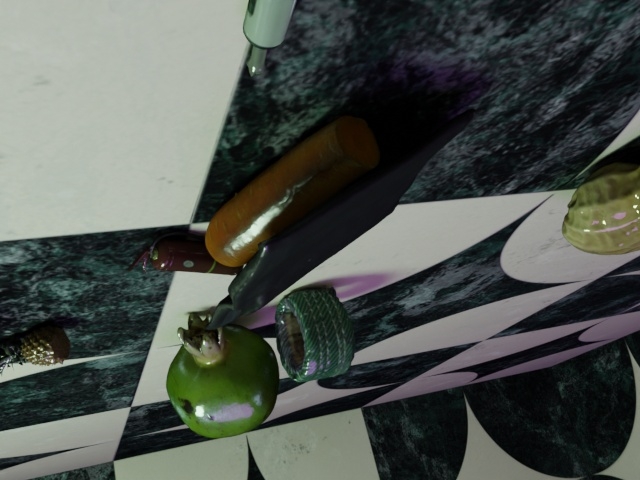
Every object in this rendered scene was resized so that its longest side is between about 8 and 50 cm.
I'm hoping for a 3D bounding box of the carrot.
[{"bbox_3d":[-0.040,-0.038,0.644,0.067,0.067,0.225,6,149,-44],"label":"carrot"}]

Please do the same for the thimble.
[{"bbox_3d":[-0.011,0.148,1.045,0.090,0.135,0.118,-4,153,-29],"label":"thimble"}]

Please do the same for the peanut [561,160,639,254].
[{"bbox_3d":[0.421,-0.058,0.845,0.196,0.110,0.233,4,155,-41],"label":"peanut"}]

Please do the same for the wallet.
[{"bbox_3d":[0.000,0.000,0.674,0.247,0.041,0.323,-35,173,-26],"label":"wallet"}]

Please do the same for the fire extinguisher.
[{"bbox_3d":[-0.145,0.017,0.750,0.132,0.039,0.056,8,117,-45],"label":"fire extinguisher"}]

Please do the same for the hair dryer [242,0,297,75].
[{"bbox_3d":[-0.032,-0.147,0.391,0.100,0.057,0.198,-8,164,-14],"label":"hair dryer"}]

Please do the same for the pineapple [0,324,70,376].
[{"bbox_3d":[-0.402,0.149,0.902,0.124,0.058,0.058,-12,160,7],"label":"pineapple"}]

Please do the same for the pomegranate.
[{"bbox_3d":[-0.160,0.202,1.064,0.187,0.187,0.225,-14,133,-3],"label":"pomegranate"}]
